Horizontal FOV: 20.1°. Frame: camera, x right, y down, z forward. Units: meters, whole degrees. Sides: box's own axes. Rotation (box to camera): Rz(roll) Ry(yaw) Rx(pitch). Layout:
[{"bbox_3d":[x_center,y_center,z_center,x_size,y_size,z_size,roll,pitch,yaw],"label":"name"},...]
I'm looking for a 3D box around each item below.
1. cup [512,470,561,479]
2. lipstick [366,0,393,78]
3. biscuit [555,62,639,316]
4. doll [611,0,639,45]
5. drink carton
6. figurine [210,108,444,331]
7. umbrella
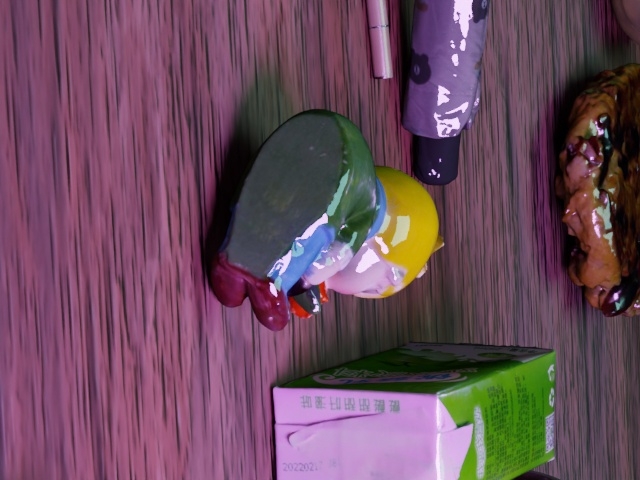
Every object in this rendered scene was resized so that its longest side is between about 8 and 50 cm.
[{"bbox_3d":[0.093,0.312,1.553,0.253,0.191,0.200,-2,96,-31],"label":"cup"},{"bbox_3d":[0.052,-0.193,1.624,0.019,0.019,0.094,-24,111,-59],"label":"lipstick"},{"bbox_3d":[0.339,-0.054,2.077,0.334,0.081,0.289,-25,111,-63],"label":"biscuit"},{"bbox_3d":[0.408,-0.324,2.108,0.260,0.177,0.161,52,37,-41],"label":"doll"},{"bbox_3d":[0.093,0.159,1.548,0.271,0.161,0.108,-11,100,-60],"label":"drink carton"},{"bbox_3d":[0.011,0.008,1.460,0.185,0.127,0.234,-68,159,-14],"label":"figurine"},{"bbox_3d":[0.120,-0.212,1.643,0.067,0.073,0.337,-26,127,-53],"label":"umbrella"}]
